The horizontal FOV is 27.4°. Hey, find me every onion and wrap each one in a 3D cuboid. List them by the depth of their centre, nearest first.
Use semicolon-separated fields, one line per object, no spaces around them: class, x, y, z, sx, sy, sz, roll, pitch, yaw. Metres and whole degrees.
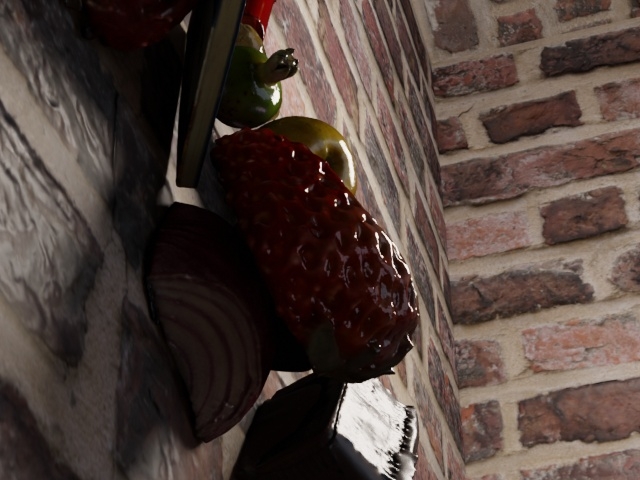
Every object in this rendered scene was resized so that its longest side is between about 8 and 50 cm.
onion;-0.104;0.074;1.525;0.247;0.111;0.250;-72;146;-63

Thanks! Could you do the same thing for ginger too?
ginger;-0.097;-0.231;1.895;0.190;0.069;0.095;67;23;-46

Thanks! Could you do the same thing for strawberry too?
strawberry;-0.184;-0.325;1.428;0.280;0.150;0.253;42;39;-67
strawberry;0.000;0.000;1.502;0.336;0.149;0.265;63;5;22

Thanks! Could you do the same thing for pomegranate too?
pomegranate;-0.089;-0.211;1.759;0.114;0.142;0.114;31;47;-40

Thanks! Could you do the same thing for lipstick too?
lipstick;-0.102;-0.379;2.004;0.279;0.073;0.073;-83;158;-52

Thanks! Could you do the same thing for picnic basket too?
picnic basket;0.004;0.263;1.648;0.129;0.223;0.297;58;17;-13

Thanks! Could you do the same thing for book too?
book;-0.109;-0.306;1.498;0.428;0.039;0.300;110;-14;-44

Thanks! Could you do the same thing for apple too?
apple;-0.032;-0.087;1.801;0.182;0.155;0.182;14;67;-35

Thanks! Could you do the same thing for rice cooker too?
rice cooker;-0.050;0.071;1.695;0.142;0.118;0.203;91;-7;-77
